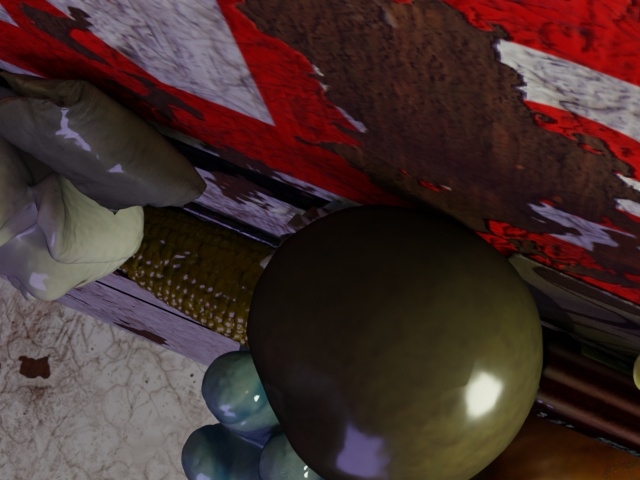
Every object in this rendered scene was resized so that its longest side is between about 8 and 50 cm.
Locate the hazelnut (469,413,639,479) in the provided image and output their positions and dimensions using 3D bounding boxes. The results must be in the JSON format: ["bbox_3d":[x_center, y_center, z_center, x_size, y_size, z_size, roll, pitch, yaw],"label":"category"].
[{"bbox_3d":[0.250,0.305,1.719,0.366,0.366,0.366,23,170,4],"label":"hazelnut"}]

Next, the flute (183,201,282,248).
[{"bbox_3d":[-0.022,0.013,1.685,0.269,0.014,0.014,23,170,4],"label":"flute"}]

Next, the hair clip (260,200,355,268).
[{"bbox_3d":[0.004,-0.005,1.445,0.062,0.056,0.214,43,157,-12],"label":"hair clip"}]

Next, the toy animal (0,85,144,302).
[{"bbox_3d":[-0.291,-0.038,1.583,0.265,0.206,0.271,22,-171,-47],"label":"toy animal"}]

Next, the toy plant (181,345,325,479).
[{"bbox_3d":[-0.024,0.227,1.837,0.247,0.247,0.332,13,155,46],"label":"toy plant"}]

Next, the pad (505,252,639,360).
[{"bbox_3d":[0.302,0.095,1.384,0.330,0.004,0.220,23,170,3],"label":"pad"}]

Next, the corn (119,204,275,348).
[{"bbox_3d":[-0.093,0.047,1.734,0.322,0.119,0.119,27,171,16],"label":"corn"}]

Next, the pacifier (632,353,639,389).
[{"bbox_3d":[0.305,0.111,1.337,0.083,0.068,0.064,44,-160,-11],"label":"pacifier"}]

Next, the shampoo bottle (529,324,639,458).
[{"bbox_3d":[0.331,0.175,1.491,0.323,0.084,0.129,23,-177,-9],"label":"shampoo bottle"}]

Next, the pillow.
[{"bbox_3d":[-0.198,-0.090,1.389,0.134,0.078,0.181,9,159,47],"label":"pillow"}]

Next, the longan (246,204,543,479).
[{"bbox_3d":[0.056,0.088,1.272,0.248,0.248,0.248,23,170,4],"label":"longan"}]
